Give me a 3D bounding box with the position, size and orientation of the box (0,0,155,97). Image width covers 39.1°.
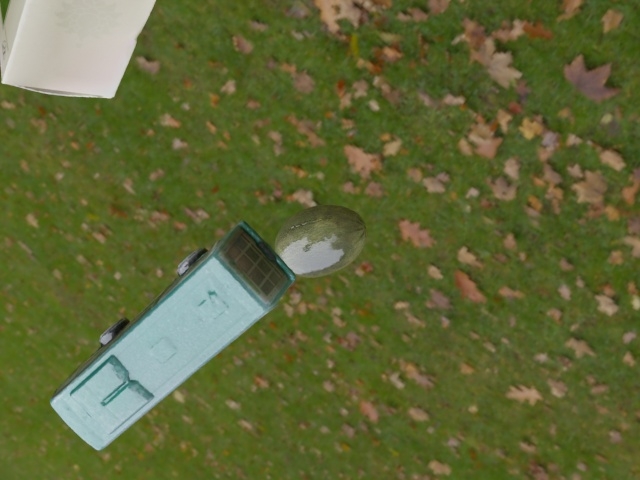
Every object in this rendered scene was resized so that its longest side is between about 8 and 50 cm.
[{"bbox_3d":[-0.195,-0.245,0.699,0.168,0.095,0.212,-53,45,46],"label":"box"}]

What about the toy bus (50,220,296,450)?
[{"bbox_3d":[-0.142,0.091,0.832,0.091,0.109,0.261,46,113,-4],"label":"toy bus"}]

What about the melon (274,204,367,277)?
[{"bbox_3d":[0.000,0.000,1.230,0.130,0.098,0.098,-23,123,18],"label":"melon"}]
